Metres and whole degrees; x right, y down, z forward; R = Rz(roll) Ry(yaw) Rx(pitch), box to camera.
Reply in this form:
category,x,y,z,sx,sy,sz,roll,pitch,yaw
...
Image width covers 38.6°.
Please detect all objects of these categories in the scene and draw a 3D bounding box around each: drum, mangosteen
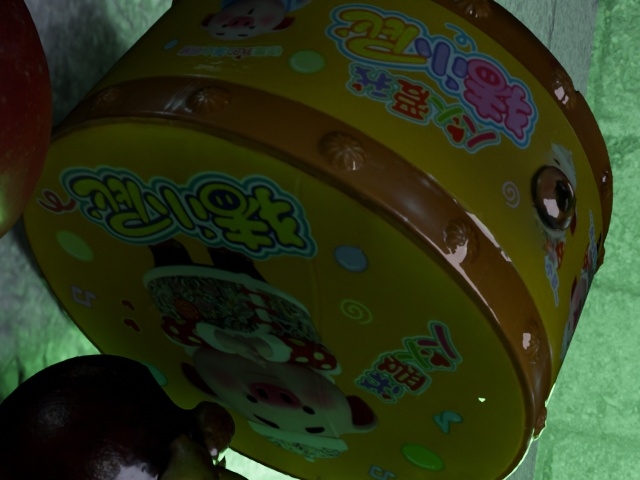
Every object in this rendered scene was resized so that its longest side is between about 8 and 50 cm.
category,x,y,z,sx,sy,sz,roll,pitch,yaw
drum,0.000,0.000,0.710,0.214,0.431,0.431,-58,141,-35
mangosteen,-0.143,0.181,0.691,0.194,0.230,0.194,1,90,-87

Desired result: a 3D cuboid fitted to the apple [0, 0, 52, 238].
category,x,y,z,sx,sy,sz,roll,pitch,yaw
apple,-0.252,-0.073,0.471,0.201,0.218,0.218,-29,121,-46
